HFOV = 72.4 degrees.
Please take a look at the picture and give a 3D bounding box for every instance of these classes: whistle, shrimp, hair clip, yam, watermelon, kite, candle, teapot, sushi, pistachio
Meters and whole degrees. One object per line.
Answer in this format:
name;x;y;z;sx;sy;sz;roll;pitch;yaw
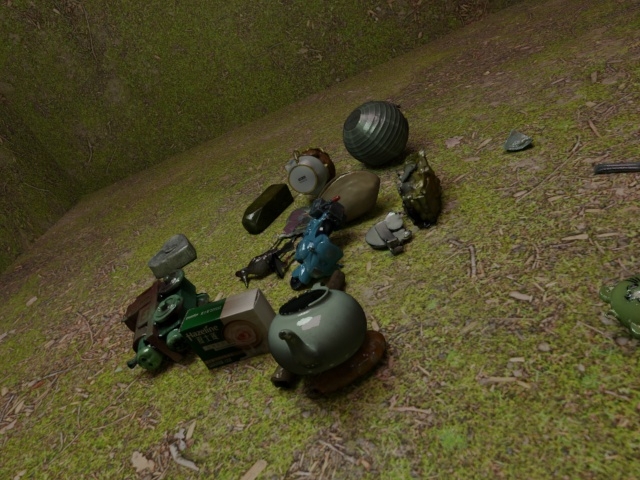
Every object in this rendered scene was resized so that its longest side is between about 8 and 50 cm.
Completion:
whistle;0.540;0.077;0.650;0.227;0.085;0.105;-21;38;9
shrimp;0.044;0.237;0.849;0.187;0.051;0.132;-31;11;-21
hair clip;0.174;-0.020;1.157;0.116;0.049;0.172;-21;26;1
yam;-0.017;0.186;0.978;0.045;0.045;0.327;-37;14;45
watermelon;0.573;-0.298;1.269;0.085;0.061;0.085;-28;21;11
kite;-0.071;-0.025;1.399;0.204;0.022;0.360;-5;35;32
candle;-0.531;0.052;1.606;0.169;0.068;0.192;-8;37;28
teapot;-0.010;0.163;0.834;0.193;0.129;0.294;-21;10;16
sushi;0.267;-0.159;1.222;0.131;0.139;0.291;-20;30;28
pistachio;0.084;-0.127;1.312;0.223;0.152;0.126;-37;27;23

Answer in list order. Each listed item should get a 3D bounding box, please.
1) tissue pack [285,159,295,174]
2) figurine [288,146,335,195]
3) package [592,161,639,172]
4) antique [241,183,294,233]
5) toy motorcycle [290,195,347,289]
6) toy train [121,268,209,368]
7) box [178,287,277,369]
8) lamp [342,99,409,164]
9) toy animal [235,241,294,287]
tissue pack;-0.087;-0.295;1.805;0.094;0.074;0.058;-2;34;33
figurine;-0.029;-0.249;1.571;0.142;0.189;0.263;-18;15;20
package;0.690;-0.168;1.004;0.110;0.015;0.037;5;41;43
antique;-0.197;-0.116;1.592;0.081;0.080;0.221;2;39;39
toy motorcycle;0.000;0.000;1.171;0.182;0.124;0.272;-26;39;50
toy train;-0.420;0.216;1.178;0.221;0.150;0.304;-37;30;3
box;-0.201;0.204;1.006;0.199;0.135;0.081;-21;30;13
lamp;0.198;-0.379;1.561;0.233;0.233;0.265;-40;24;-24
toy animal;-0.170;0.072;1.272;0.202;0.070;0.105;-24;34;24
